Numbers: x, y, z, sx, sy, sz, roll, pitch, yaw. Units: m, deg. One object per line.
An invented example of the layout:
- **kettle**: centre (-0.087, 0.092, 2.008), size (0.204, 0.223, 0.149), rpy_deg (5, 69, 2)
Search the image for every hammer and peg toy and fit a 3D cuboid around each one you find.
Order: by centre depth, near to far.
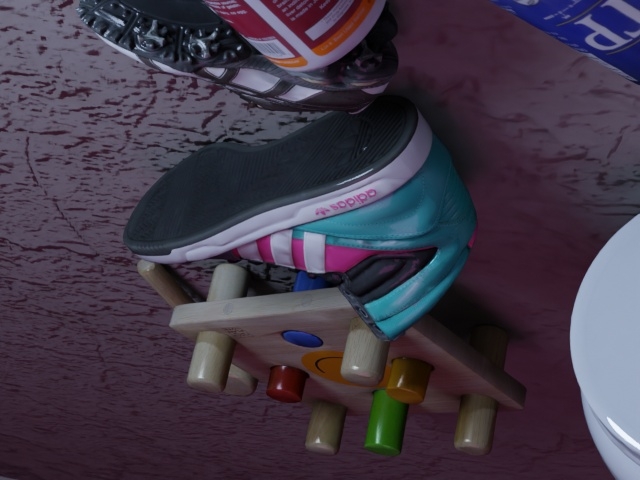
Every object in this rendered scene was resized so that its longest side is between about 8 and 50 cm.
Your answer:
- **hammer and peg toy**: centre (-0.018, 0.117, 1.169), size (0.361, 0.127, 0.266), rpy_deg (-7, 149, 37)

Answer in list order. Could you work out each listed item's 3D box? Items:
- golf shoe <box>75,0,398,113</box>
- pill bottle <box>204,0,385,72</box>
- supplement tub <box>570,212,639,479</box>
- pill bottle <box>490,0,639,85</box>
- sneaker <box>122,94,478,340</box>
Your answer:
- **golf shoe**: centre (-0.052, -0.115, 0.746), size (0.198, 0.077, 0.094), rpy_deg (14, 156, 0)
- **pill bottle**: centre (-0.038, -0.161, 0.625), size (0.086, 0.086, 0.152), rpy_deg (-7, 149, 37)
- **supplement tub**: centre (0.331, 0.124, 0.877), size (0.241, 0.241, 0.331), rpy_deg (-3, 151, 31)
- **pill bottle**: centre (0.156, -0.133, 0.560), size (0.187, 0.112, 0.112), rpy_deg (23, 154, -23)
- **sneaker**: centre (0.000, 0.000, 0.919), size (0.296, 0.123, 0.178), rpy_deg (-12, 134, 41)
